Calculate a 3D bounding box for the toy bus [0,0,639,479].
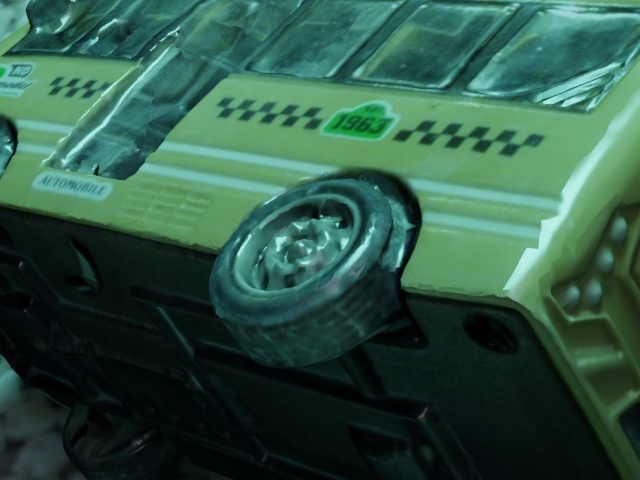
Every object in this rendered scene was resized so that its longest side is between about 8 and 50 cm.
[{"bbox_3d":[0.000,0.000,0.620,0.365,0.177,0.202,12,54,44],"label":"toy bus"}]
